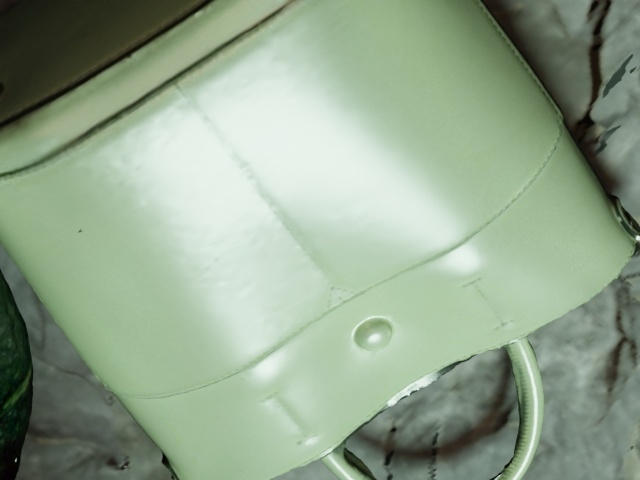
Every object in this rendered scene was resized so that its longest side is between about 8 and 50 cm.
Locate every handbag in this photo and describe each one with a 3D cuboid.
[{"bbox_3d":[0.000,0.000,0.816,0.241,0.109,0.315,-30,126,9],"label":"handbag"}]

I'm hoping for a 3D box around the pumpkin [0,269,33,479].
[{"bbox_3d":[-0.218,0.066,0.767,0.211,0.152,0.212,2,126,3],"label":"pumpkin"}]
